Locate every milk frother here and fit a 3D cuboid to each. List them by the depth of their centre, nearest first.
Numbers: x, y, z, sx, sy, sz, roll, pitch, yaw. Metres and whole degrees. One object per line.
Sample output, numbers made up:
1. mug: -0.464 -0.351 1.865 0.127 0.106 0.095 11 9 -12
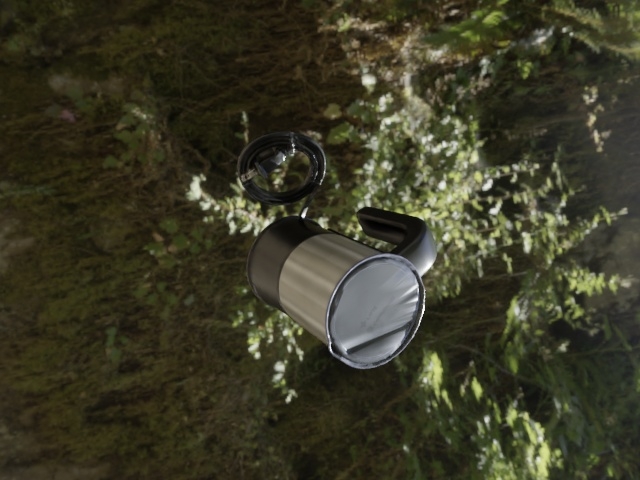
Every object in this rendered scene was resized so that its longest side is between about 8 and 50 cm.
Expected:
1. milk frother: 0.000 0.000 0.467 0.143 0.129 0.135 41 -9 -32
